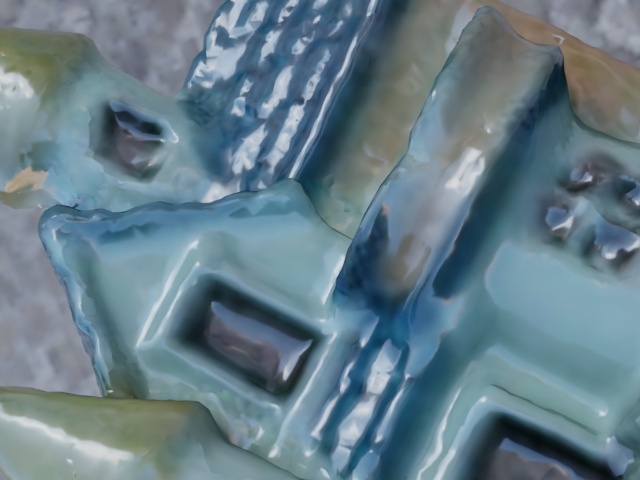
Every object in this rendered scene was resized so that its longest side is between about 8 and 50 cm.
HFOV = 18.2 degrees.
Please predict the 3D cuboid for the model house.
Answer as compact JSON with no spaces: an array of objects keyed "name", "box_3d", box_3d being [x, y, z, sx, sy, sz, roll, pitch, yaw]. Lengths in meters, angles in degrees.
[{"name":"model house","box_3d":[0.000,0.000,0.645,0.325,0.267,0.194,27,171,3]}]
